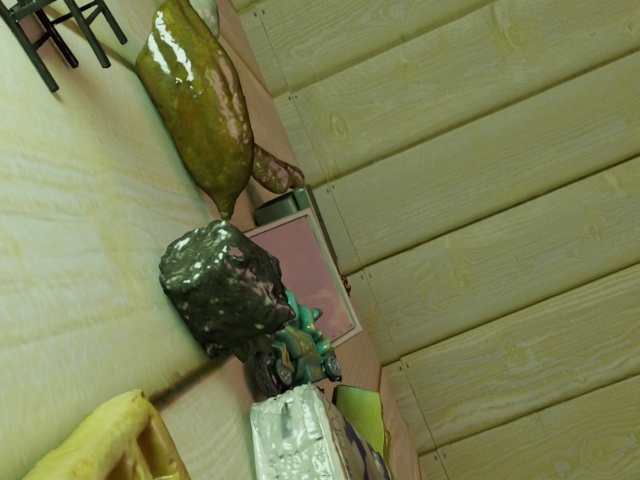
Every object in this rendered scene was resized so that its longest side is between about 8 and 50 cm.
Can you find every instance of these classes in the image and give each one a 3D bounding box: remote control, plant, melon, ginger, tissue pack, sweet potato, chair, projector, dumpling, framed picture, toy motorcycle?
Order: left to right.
[{"bbox_3d":[-0.299,-0.275,0.603,0.101,0.084,0.212,-98,164,-55],"label":"chair"},{"bbox_3d":[-0.293,-0.487,1.337,0.166,0.126,0.215,102,-33,-49],"label":"dumpling"},{"bbox_3d":[-0.194,-0.216,0.984,0.158,0.158,0.369,-82,147,-78],"label":"sweet potato"},{"bbox_3d":[-0.110,0.072,0.755,0.194,0.132,0.129,56,15,-41],"label":"plant"},{"bbox_3d":[-0.149,-0.198,1.447,0.334,0.081,0.147,37,36,-37],"label":"ginger"},{"bbox_3d":[-0.056,0.172,1.013,0.296,0.109,0.198,16,51,-67],"label":"toy motorcycle"},{"bbox_3d":[-0.075,-0.015,1.499,0.250,0.108,0.198,-85,151,-80],"label":"projector"},{"bbox_3d":[-0.041,0.093,1.178,0.211,0.020,0.289,-24,91,-42],"label":"framed picture"},{"bbox_3d":[0.000,0.000,1.431,0.123,0.038,0.285,-69,139,-80],"label":"remote control"},{"bbox_3d":[0.025,0.381,0.841,0.343,0.125,0.242,57,12,-48],"label":"tissue pack"},{"bbox_3d":[0.102,0.473,1.212,0.196,0.124,0.323,57,18,-55],"label":"melon"}]

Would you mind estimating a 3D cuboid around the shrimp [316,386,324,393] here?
[{"bbox_3d":[-0.019,0.329,1.125,0.161,0.034,0.091,-28,107,-78],"label":"shrimp"}]

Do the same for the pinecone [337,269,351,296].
[{"bbox_3d":[-0.015,0.122,1.306,0.173,0.174,0.173,-22,90,-84],"label":"pinecone"}]

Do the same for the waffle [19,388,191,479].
[{"bbox_3d":[-0.125,0.239,0.368,0.248,0.055,0.221,-70,137,-81],"label":"waffle"}]
